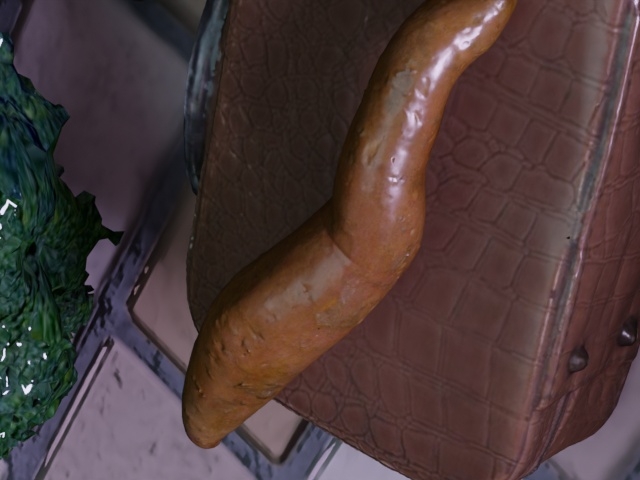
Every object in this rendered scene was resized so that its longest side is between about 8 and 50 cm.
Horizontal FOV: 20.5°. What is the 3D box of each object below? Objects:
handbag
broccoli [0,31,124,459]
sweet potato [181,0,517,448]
[{"bbox_3d":[0.034,-0.036,0.531,0.151,0.072,0.193,26,117,30],"label":"handbag"},{"bbox_3d":[-0.208,-0.008,0.628,0.245,0.265,0.294,-112,29,-53],"label":"broccoli"},{"bbox_3d":[0.003,0.003,0.496,0.044,0.044,0.179,47,125,19],"label":"sweet potato"}]
